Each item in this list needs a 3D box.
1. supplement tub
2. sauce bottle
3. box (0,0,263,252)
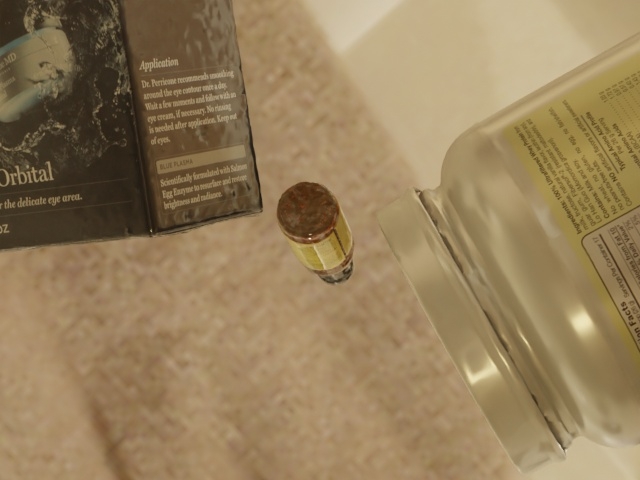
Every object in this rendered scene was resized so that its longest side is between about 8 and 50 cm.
[{"bbox_3d":[0.223,-0.011,1.221,0.325,0.235,0.235,-29,-167,4],"label":"supplement tub"},{"bbox_3d":[0.000,0.000,1.230,0.042,0.042,0.128,-43,161,-8],"label":"sauce bottle"},{"bbox_3d":[-0.125,-0.077,0.900,0.156,0.158,0.093,-6,-175,33],"label":"box"}]
